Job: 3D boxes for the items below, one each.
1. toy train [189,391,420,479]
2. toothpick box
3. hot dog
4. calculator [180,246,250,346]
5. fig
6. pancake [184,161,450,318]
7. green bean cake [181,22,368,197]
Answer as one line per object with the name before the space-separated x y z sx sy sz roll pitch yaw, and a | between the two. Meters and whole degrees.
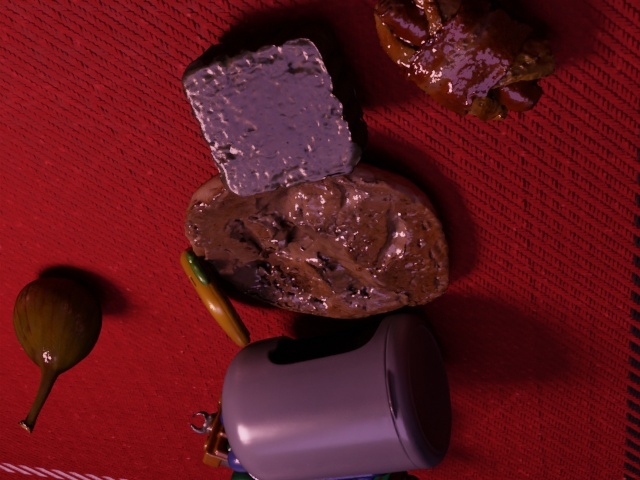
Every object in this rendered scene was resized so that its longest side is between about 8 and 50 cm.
toy train | -0.013 0.349 2.039 0.429 0.178 0.249 17 134 -2
toothpick box | 0.005 0.265 1.803 0.355 0.263 0.263 -11 137 21
hot dog | 0.153 -0.208 1.287 0.213 0.103 0.146 26 144 -11
calculator | -0.160 0.085 1.769 0.032 0.146 0.235 -33 150 -3
fig | -0.444 0.174 1.891 0.151 0.259 0.151 5 136 5
pancake | -0.001 0.000 1.637 0.387 0.082 0.387 8 148 5
green bean cake | -0.049 -0.157 1.401 0.185 0.094 0.183 -10 115 25
